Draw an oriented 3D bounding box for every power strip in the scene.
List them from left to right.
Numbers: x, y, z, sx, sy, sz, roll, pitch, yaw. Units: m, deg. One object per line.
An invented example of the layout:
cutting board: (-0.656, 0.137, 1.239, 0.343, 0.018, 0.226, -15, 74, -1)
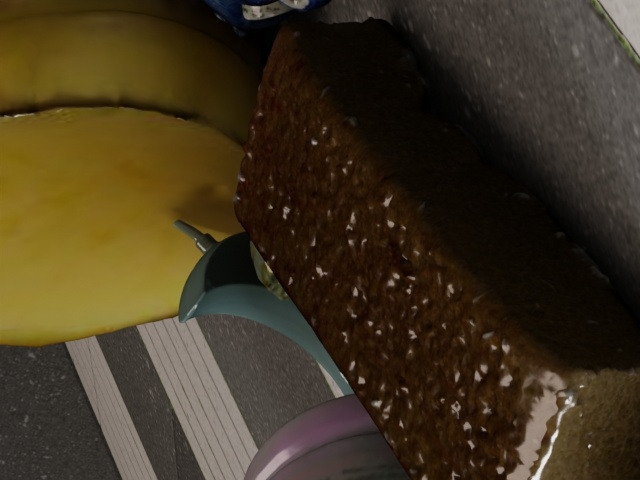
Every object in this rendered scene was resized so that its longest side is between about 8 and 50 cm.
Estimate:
power strip: (-0.029, 0.053, 1.489, 0.044, 0.216, 0.137, -49, 13, 37)

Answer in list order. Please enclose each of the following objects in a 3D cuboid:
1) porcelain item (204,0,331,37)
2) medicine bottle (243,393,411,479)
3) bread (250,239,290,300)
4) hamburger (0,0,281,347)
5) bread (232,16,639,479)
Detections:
porcelain item: (-0.057, -0.224, 1.329, 0.186, 0.138, 0.288, 65, 169, -20)
medicine bottle: (0.049, 0.274, 1.195, 0.325, 0.212, 0.212, -91, -4, -51)
bread: (-0.004, -0.004, 1.448, 0.103, 0.110, 0.156, 87, 161, -60)
hamburger: (-0.219, -0.121, 1.552, 0.396, 0.395, 0.277, 97, 164, -58)
bread: (0.072, 0.026, 1.153, 0.416, 0.113, 0.165, -124, 39, -48)
